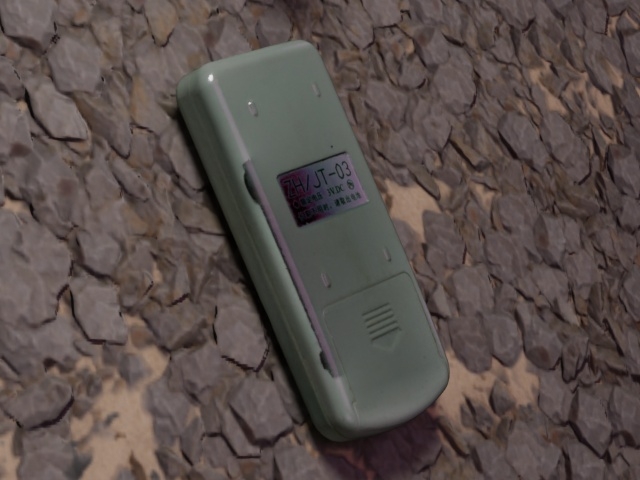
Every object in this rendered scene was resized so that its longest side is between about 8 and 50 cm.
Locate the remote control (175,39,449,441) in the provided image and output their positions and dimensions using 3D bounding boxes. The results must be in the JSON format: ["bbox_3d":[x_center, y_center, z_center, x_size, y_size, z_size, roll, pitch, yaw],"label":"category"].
[{"bbox_3d":[0.000,0.000,1.359,0.140,0.056,0.296,-22,89,-46],"label":"remote control"}]
